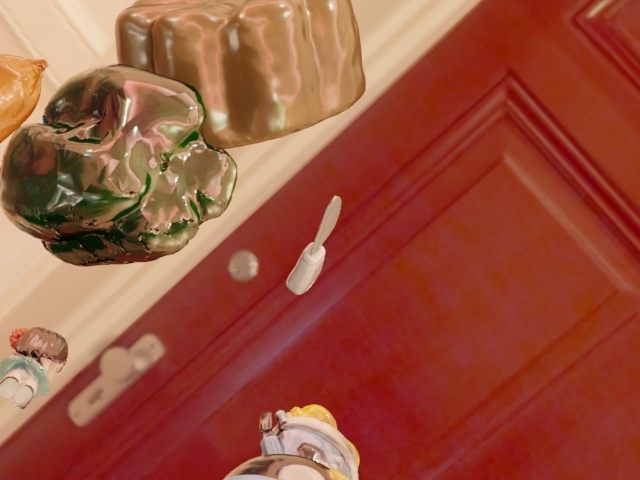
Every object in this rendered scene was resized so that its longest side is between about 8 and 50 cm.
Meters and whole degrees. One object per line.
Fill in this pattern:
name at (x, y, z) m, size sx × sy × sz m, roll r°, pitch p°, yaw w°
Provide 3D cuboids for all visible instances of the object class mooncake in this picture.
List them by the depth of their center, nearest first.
mooncake at (-0.120, -0.288, 1.506) m, size 0.378 × 0.378 × 0.200 m, roll -105°, pitch -177°, yaw -65°

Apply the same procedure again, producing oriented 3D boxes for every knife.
knife at (0.001, -0.001, 1.709) m, size 0.044 × 0.080 × 0.331 m, roll 39°, pitch -31°, yaw 9°

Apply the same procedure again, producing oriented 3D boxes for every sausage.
sausage at (-0.253, -0.062, 0.649) m, size 0.054 × 0.183 × 0.062 m, roll 49°, pitch -3°, yaw 12°

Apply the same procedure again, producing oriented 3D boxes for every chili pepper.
chili pepper at (-0.243, -0.086, 1.232) m, size 0.257 × 0.248 × 0.233 m, roll 6°, pitch -31°, yaw 44°

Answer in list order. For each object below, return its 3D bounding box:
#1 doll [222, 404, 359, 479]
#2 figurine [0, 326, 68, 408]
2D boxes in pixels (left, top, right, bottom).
doll at (-0.030, 0.268, 0.929) m, size 0.177 × 0.141 × 0.314 m, roll 55°, pitch 23°, yaw -11°
figurine at (-0.269, 0.114, 0.917) m, size 0.060 × 0.047 × 0.106 m, roll 15°, pitch 18°, yaw -5°
